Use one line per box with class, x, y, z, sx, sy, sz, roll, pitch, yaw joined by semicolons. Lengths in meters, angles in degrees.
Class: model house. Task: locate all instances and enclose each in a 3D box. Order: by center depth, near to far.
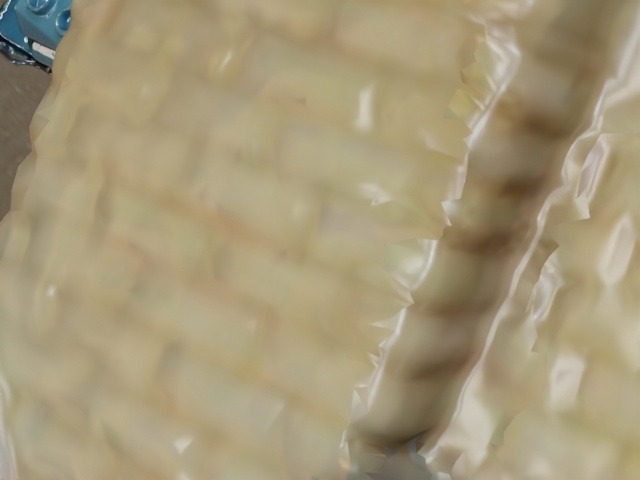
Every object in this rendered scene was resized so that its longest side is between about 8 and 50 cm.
model house;0.110;0.088;0.626;0.395;0.445;0.400;26;87;-60

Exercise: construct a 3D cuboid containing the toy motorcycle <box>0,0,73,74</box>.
toy motorcycle;-0.317;-0.271;1.449;0.172;0.416;0.232;-51;148;6
